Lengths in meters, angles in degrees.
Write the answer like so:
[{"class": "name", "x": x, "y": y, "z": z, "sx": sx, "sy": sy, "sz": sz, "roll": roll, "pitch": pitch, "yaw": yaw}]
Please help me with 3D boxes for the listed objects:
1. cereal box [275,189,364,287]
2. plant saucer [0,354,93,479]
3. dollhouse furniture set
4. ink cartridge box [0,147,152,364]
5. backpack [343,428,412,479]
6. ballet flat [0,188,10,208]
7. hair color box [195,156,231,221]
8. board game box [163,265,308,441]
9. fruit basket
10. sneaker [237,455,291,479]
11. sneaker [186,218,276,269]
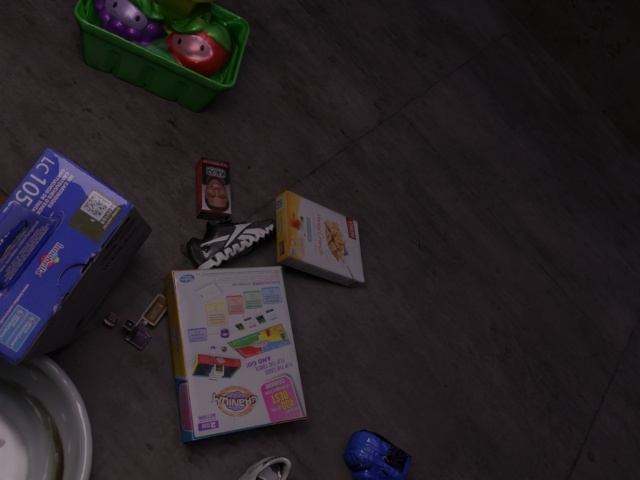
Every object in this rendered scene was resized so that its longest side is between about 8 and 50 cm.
[{"class": "cereal box", "x": 0.000, "y": 0.000, "z": 1.442, "sx": 0.240, "sy": 0.047, "sz": 0.173, "roll": 20, "pitch": 53, "yaw": -39}, {"class": "plant saucer", "x": -0.555, "y": 0.334, "z": 0.915, "sx": 0.400, "sy": 0.100, "sz": 0.401, "roll": 15, "pitch": 56, "yaw": -24}, {"class": "dollhouse furniture set", "x": -0.339, "y": 0.130, "z": 1.177, "sx": 0.091, "sy": 0.081, "sz": 0.114, "roll": 37, "pitch": 50, "yaw": -7}, {"class": "ink cartridge box", "x": -0.405, "y": 0.028, "z": 0.945, "sx": 0.151, "sy": 0.395, "sz": 0.270, "roll": 35, "pitch": 80, "yaw": -8}, {"class": "backpack", "x": 0.107, "y": 0.446, "z": 1.247, "sx": 0.120, "sy": 0.098, "sz": 0.101, "roll": 38, "pitch": 54, "yaw": -7}, {"class": "ballet flat", "x": -0.645, "y": -0.107, "z": 1.058, "sx": 0.342, "sy": 0.124, "sz": 0.116, "roll": 42, "pitch": 71, "yaw": 15}, {"class": "hair color box", "x": -0.245, "y": -0.117, "z": 1.405, "sx": 0.071, "sy": 0.043, "sz": 0.141, "roll": 8, "pitch": 60, "yaw": -28}, {"class": "board game box", "x": -0.168, "y": 0.213, "z": 1.215, "sx": 0.242, "sy": 0.064, "sz": 0.317, "roll": 0, "pitch": 71, "yaw": -31}, {"class": "fruit basket", "x": -0.330, "y": -0.524, "z": 1.389, "sx": 0.391, "sy": 0.392, "sz": 0.283, "roll": 21, "pitch": 54, "yaw": -19}, {"class": "sneaker", "x": -0.140, "y": 0.473, "z": 1.085, "sx": 0.090, "sy": 0.095, "sz": 0.235, "roll": 45, "pitch": 51, "yaw": -3}, {"class": "sneaker", "x": -0.196, "y": -0.012, "z": 1.350, "sx": 0.234, "sy": 0.078, "sz": 0.106, "roll": -33, "pitch": 85, "yaw": -38}]
